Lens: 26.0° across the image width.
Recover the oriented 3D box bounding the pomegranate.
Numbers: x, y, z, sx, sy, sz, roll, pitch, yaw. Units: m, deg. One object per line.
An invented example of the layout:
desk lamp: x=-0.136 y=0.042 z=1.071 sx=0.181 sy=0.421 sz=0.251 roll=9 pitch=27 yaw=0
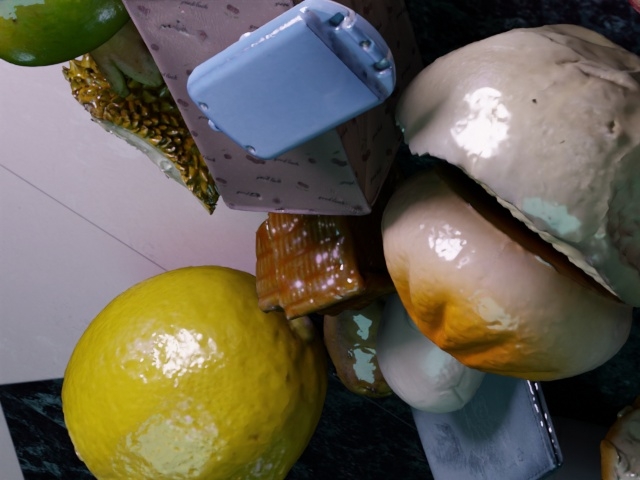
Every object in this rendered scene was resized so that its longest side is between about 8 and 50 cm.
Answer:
pomegranate: x=-0.254 y=-0.261 z=1.414 sx=0.236 sy=0.236 sz=0.302 roll=-4 pitch=138 yaw=35

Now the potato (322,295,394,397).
potato: x=0.071 y=0.124 z=1.855 sx=0.137 sy=0.137 sz=0.176 roll=14 pitch=122 yaw=16

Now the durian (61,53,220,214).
durian: x=-0.185 y=-0.160 z=1.642 sx=0.249 sy=0.183 sz=0.138 roll=32 pitch=122 yaw=-27

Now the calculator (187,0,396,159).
calculator: x=-0.029 y=-0.143 z=1.266 sx=0.210 sy=0.039 sz=0.121 roll=-25 pitch=123 yaw=38

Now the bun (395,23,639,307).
bun: x=0.261 y=-0.090 z=1.359 sx=0.364 sy=0.202 sz=0.364 roll=34 pitch=-174 yaw=-4

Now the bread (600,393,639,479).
bread: x=0.489 y=0.243 z=1.623 sx=0.225 sy=0.279 sz=0.250 roll=23 pitch=157 yaw=39

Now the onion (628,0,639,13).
onion: x=0.340 y=-0.278 z=1.118 sx=0.246 sy=0.190 sz=0.246 roll=-6 pitch=140 yaw=-5

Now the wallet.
wallet: x=0.209 y=0.223 z=1.804 sx=0.054 sy=0.251 sz=0.290 roll=-5 pitch=157 yaw=-28

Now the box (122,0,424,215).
box: x=-0.034 y=-0.207 z=1.413 sx=0.190 sy=0.225 sz=0.297 roll=2 pitch=139 yaw=27

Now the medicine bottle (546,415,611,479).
medicine bottle: x=0.405 y=0.378 z=1.857 sx=0.306 sy=0.245 sz=0.245 roll=11 pitch=143 yaw=5

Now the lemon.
lemon: x=-0.150 y=0.189 z=1.903 sx=0.364 sy=0.364 sz=0.364 roll=17 pitch=144 yaw=13

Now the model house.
model house: x=0.000 y=-0.001 z=1.654 sx=0.199 sy=0.229 sz=0.220 roll=-12 pitch=129 yaw=34

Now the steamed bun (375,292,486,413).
steamed bun: x=0.143 y=0.099 z=1.706 sx=0.130 sy=0.177 sz=0.228 roll=15 pitch=119 yaw=-16

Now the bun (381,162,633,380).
bun: x=0.183 y=0.051 z=1.501 sx=0.299 sy=0.299 sz=0.165 roll=34 pitch=103 yaw=-10
